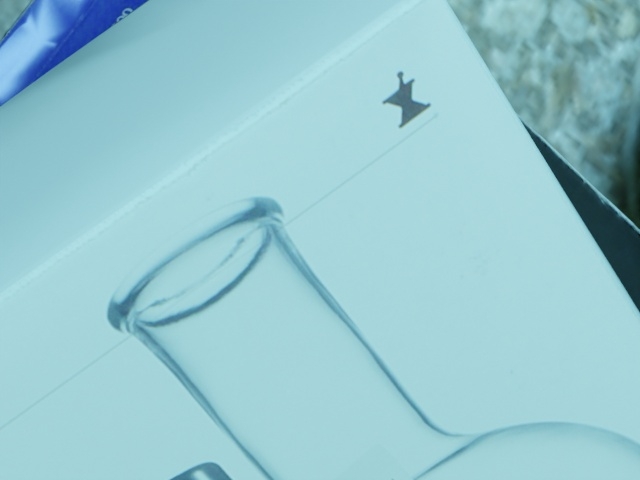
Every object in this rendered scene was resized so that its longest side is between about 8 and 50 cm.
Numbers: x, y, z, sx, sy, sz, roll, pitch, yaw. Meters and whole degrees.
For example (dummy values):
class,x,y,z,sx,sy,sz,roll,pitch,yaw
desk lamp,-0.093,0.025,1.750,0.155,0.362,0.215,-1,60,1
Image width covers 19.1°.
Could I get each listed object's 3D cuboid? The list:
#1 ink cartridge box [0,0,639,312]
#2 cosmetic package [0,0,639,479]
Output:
class,x,y,z,sx,sy,sz,roll,pitch,yaw
ink cartridge box,0.000,0.000,0.755,0.371,0.069,0.176,40,76,-19
cosmetic package,-0.068,0.115,0.587,0.377,0.097,0.284,-36,123,2
